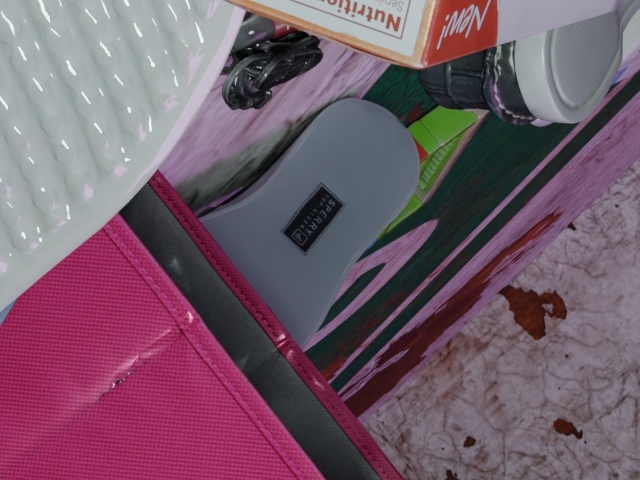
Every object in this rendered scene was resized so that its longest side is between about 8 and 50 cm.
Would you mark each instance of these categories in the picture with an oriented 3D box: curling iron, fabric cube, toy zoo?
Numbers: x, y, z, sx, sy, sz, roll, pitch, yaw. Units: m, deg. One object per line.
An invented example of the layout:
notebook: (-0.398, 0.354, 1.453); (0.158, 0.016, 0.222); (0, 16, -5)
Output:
curling iron: (0.043, -0.144, 0.943); (0.274, 0.035, 0.068); (-34, 173, -29)
fabric cube: (-0.129, 0.118, 0.805); (0.258, 0.259, 0.254); (-39, 171, 4)
toy zoo: (0.000, 0.000, 1.439); (0.293, 0.030, 0.192); (-37, 170, -24)

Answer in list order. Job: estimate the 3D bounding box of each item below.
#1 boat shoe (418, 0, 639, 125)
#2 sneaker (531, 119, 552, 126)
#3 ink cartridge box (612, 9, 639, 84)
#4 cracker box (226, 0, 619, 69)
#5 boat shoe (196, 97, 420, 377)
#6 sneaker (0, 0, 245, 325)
boat shoe: (0.155, -0.175, 1.069); (0.091, 0.114, 0.302); (4, -146, 33)
sneaker: (0.217, -0.149, 1.550); (0.134, 0.051, 0.070); (-34, 167, -51)
ink cartridge box: (0.225, -0.189, 1.275); (0.092, 0.090, 0.143); (-28, 165, -51)
cracker box: (0.060, -0.172, 0.481); (0.155, 0.067, 0.232); (-25, 134, -59)
boat shoe: (-0.052, 0.020, 1.105); (0.105, 0.113, 0.306); (-42, -172, 47)
sneaker: (-0.140, -0.032, 0.578); (0.366, 0.135, 0.150); (-50, -162, 22)
